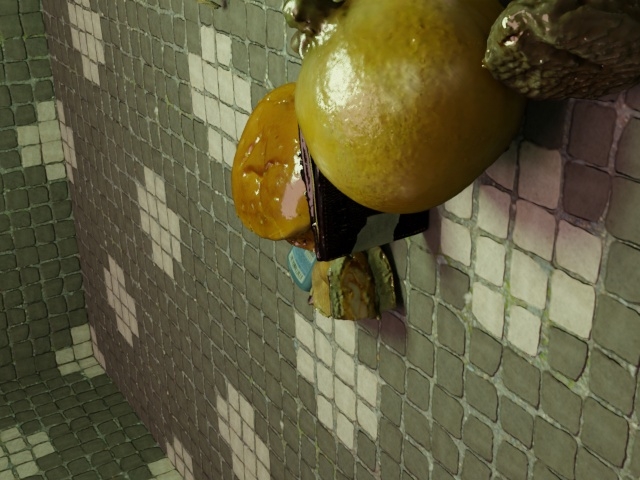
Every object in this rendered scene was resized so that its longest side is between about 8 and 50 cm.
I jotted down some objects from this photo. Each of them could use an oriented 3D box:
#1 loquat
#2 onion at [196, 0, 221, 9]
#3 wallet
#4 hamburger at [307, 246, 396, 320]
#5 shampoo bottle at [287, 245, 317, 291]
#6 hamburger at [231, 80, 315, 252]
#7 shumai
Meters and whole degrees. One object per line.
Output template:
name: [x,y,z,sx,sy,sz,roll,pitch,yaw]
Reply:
loquat: [0.100,-0.215,1.161,0.359,0.328,0.328,35,161,-22]
onion: [-0.286,-0.644,1.771,0.256,0.231,0.272,-15,83,61]
wallet: [0.076,-0.112,1.385,0.071,0.221,0.262,18,119,52]
hamburger: [0.054,0.073,1.646,0.208,0.136,0.155,161,109,-76]
shampoo bottle: [0.000,0.000,1.741,0.103,0.061,0.258,65,151,23]
hamburger: [-0.036,-0.144,1.581,0.290,0.170,0.314,7,84,51]
shumai: [0.284,-0.263,0.995,0.166,0.206,0.175,136,136,-65]
